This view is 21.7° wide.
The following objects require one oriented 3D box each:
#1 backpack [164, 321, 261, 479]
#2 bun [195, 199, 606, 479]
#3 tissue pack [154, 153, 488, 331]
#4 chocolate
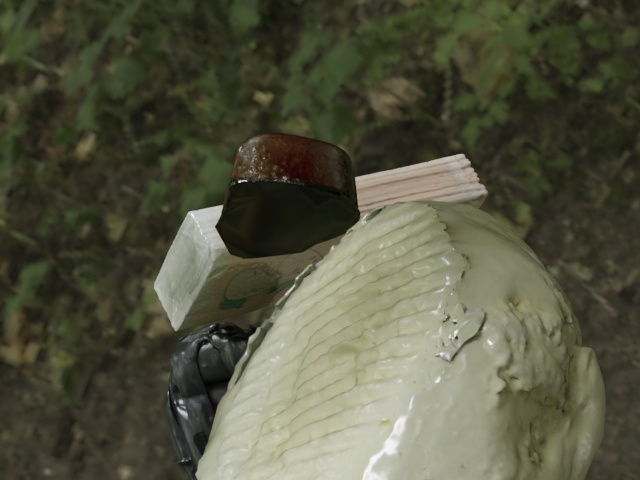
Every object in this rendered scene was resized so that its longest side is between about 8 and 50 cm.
[{"bbox_3d":[-0.077,0.208,1.851,0.206,0.258,0.133,-19,12,16],"label":"backpack"},{"bbox_3d":[0.069,0.145,1.221,0.359,0.211,0.359,-47,19,22],"label":"bun"},{"bbox_3d":[0.000,0.000,1.753,0.071,0.325,0.170,65,152,23],"label":"tissue pack"},{"bbox_3d":[-0.043,-0.052,1.569,0.149,0.125,0.080,-23,48,36],"label":"chocolate"}]
